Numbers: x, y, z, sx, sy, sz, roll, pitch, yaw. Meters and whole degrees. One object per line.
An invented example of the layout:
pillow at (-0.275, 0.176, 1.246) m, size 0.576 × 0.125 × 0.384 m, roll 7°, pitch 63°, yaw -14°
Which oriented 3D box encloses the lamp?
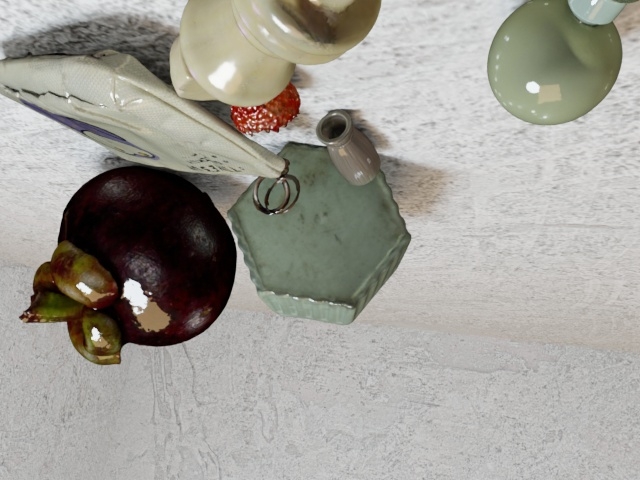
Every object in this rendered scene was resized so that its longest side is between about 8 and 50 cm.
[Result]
lamp at (0.176, -0.148, 0.386) m, size 0.091 × 0.091 × 0.163 m, roll 11°, pitch 152°, yaw -7°

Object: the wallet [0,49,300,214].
wallet at (-0.212, -0.128, 0.672) m, size 0.335 × 0.068 × 0.275 m, roll 13°, pitch 167°, yaw 36°

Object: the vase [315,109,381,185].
vase at (0.033, -0.108, 0.687) m, size 0.053 × 0.053 × 0.101 m, roll 3°, pitch 161°, yaw 25°

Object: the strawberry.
strawberry at (-0.059, -0.148, 0.585) m, size 0.073 × 0.073 × 0.083 m, roll 3°, pitch 128°, yaw 24°

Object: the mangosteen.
mangosteen at (-0.305, 0.047, 0.947) m, size 0.307 × 0.347 × 0.306 m, roll 30°, pitch 144°, yaw 25°

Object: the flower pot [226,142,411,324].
flower pot at (0.000, 0.000, 0.816) m, size 0.239 × 0.209 × 0.189 m, roll 10°, pitch 166°, yaw 3°

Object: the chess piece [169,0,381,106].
chess piece at (-0.008, -0.162, 0.372) m, size 0.117 × 0.117 × 0.397 m, roll 17°, pitch 166°, yaw -29°
